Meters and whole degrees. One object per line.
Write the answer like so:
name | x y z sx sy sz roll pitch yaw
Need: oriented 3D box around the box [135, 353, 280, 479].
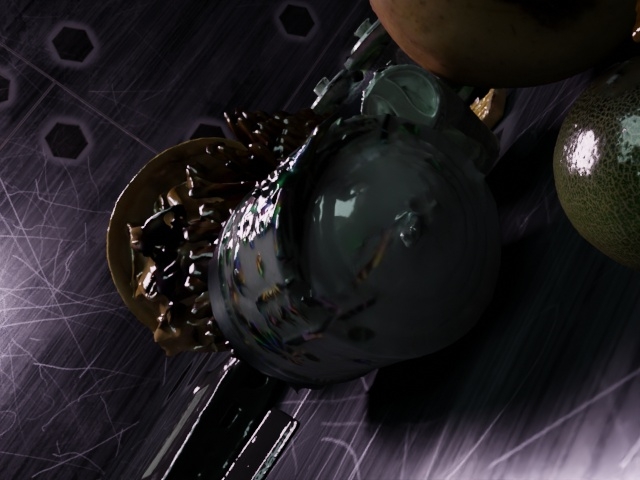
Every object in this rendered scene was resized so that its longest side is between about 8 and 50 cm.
box | -0.162 0.264 1.248 0.290 0.073 0.289 -58 7 -24

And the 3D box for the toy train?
toy train | 0.123 -0.223 1.305 0.249 0.173 0.307 -49 2 -36

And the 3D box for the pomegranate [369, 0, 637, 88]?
pomegranate | 0.169 -0.275 0.767 0.322 0.322 0.322 -54 7 9

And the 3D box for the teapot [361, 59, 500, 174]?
teapot | 0.108 -0.085 0.842 0.077 0.107 0.200 -53 -21 8

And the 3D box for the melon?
melon | 0.154 -0.036 0.431 0.099 0.099 0.162 -53 2 12

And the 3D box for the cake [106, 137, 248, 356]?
cake | -0.152 0.009 1.407 0.332 0.332 0.321 -55 8 -2

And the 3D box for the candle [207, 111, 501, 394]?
candle | 0.032 0.007 0.712 0.187 0.187 0.330 -58 9 -22

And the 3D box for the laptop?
laptop | -0.092 0.264 1.019 0.197 0.016 0.135 -56 8 -11

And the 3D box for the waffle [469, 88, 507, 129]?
waffle | 0.162 -0.118 1.089 0.135 0.021 0.092 -50 8 35

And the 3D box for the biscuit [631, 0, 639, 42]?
biscuit | 0.270 -0.196 0.499 0.296 0.075 0.296 -54 7 10

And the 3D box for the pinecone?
pinecone | -0.038 0.005 1.024 0.246 0.246 0.292 -75 5 -71
